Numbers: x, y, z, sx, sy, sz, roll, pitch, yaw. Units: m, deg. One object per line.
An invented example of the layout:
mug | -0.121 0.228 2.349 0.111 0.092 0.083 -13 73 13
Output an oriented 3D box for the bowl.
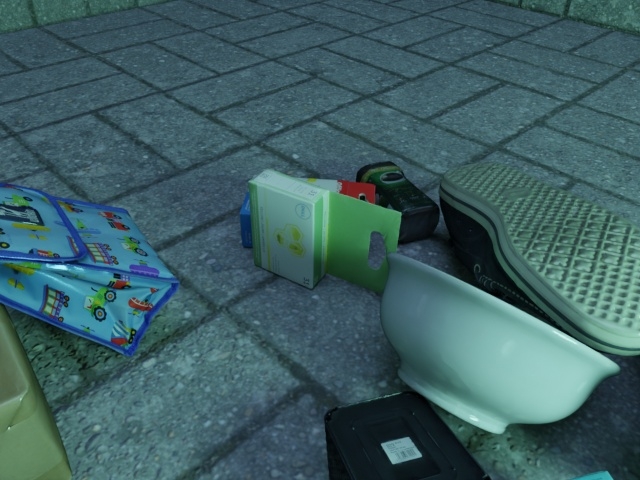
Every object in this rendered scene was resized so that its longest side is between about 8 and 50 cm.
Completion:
bowl | 0.186 0.139 0.683 0.297 0.134 0.298 27 0 0

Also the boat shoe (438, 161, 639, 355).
boat shoe | 0.308 0.024 0.807 0.186 0.156 0.500 -10 24 -7

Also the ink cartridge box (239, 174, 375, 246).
ink cartridge box | -0.019 -0.048 1.016 0.231 0.078 0.134 5 38 4

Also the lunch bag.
lunch bag | -0.376 0.014 0.746 0.293 0.138 0.221 27 11 -48

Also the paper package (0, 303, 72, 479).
paper package | -0.485 0.187 0.612 0.309 0.168 0.325 -26 45 -29

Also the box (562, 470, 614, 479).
box | 0.288 0.342 0.491 0.060 0.101 0.244 -7 38 -13

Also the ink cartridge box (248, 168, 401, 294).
ink cartridge box | 0.000 0.000 0.876 0.235 0.171 0.056 22 42 24

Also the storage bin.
storage bin | 0.084 0.246 0.580 0.122 0.084 0.180 -9 18 -14

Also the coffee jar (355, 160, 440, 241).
coffee jar | 0.140 -0.080 1.063 0.096 0.079 0.184 -12 40 -18
